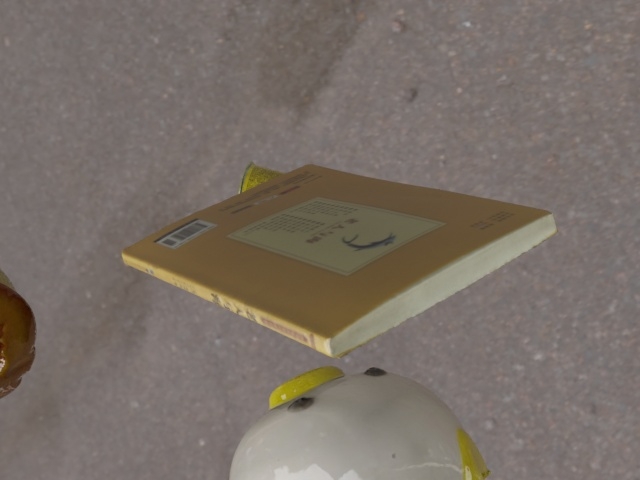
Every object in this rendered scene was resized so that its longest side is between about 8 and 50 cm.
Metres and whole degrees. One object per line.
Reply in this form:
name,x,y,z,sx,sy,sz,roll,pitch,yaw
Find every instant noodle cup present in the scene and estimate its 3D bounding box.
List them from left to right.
instant noodle cup,-0.073,-0.050,1.963,0.144,0.182,0.182,9,118,7

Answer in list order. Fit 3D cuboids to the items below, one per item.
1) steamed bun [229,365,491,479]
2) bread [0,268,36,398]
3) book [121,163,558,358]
steamed bun,0.051,0.349,1.530,0.334,0.374,0.334,27,126,43
bread,-0.540,0.136,1.465,0.148,0.270,0.270,50,138,43
book,0.000,0.000,1.024,0.389,0.269,0.032,18,128,54
